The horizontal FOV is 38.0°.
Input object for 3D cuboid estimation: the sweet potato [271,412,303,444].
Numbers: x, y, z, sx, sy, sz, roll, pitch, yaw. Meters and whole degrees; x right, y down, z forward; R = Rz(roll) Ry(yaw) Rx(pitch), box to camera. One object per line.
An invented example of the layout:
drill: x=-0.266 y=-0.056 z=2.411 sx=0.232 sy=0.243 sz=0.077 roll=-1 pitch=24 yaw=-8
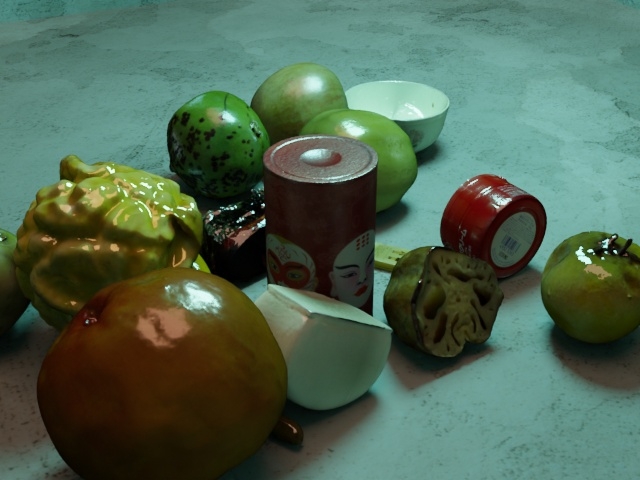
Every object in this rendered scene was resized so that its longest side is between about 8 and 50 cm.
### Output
sweet potato: x=-0.089 y=0.271 z=1.487 sx=0.053 sy=0.054 sz=0.182 roll=-26 pitch=40 yaw=-23

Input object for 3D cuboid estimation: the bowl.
bowl: x=0.187 y=-0.299 z=2.379 sx=0.277 sy=0.145 sz=0.277 roll=1 pitch=32 yaw=0

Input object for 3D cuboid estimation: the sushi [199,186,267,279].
sushi: x=-0.147 y=-0.007 z=1.888 sx=0.225 sy=0.136 sz=0.126 roll=-32 pitch=40 yaw=-32

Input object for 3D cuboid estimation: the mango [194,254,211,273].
mango: x=-0.292 y=0.051 z=1.818 sx=0.195 sy=0.098 sz=0.137 roll=22 pitch=40 yaw=27

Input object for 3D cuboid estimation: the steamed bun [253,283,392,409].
steamed bun: x=-0.013 y=0.178 z=1.513 sx=0.242 sy=0.164 sz=0.146 roll=16 pitch=11 yaw=-46

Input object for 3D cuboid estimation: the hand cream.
hand cream: x=0.348 y=-0.027 z=1.865 sx=0.193 sy=0.193 sz=0.125 roll=-18 pitch=33 yaw=-28

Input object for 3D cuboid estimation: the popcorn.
popcorn: x=-0.364 y=0.007 z=1.637 sx=0.349 sy=0.349 sz=0.381 roll=-4 pitch=42 yaw=-6

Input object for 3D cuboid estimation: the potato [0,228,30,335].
potato: x=-0.628 y=0.074 z=1.696 sx=0.218 sy=0.202 sz=0.351 roll=-10 pitch=16 yaw=4

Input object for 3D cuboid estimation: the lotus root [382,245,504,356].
lotus root: x=0.196 y=0.115 z=1.682 sx=0.188 sy=0.199 sz=0.180 roll=26 pitch=-18 yaw=-29

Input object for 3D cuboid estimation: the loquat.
loquat: x=0.493 y=0.080 z=1.668 sx=0.213 sy=0.213 sz=0.213 roll=0 pitch=30 yaw=0

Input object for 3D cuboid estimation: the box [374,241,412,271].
box: x=0.167 y=0.042 z=1.913 sx=0.149 sy=0.020 sz=0.073 roll=14 pitch=32 yaw=22

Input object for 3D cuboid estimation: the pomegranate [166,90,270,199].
pomegranate: x=-0.248 y=-0.218 z=2.159 sx=0.270 sy=0.254 sz=0.254 roll=-15 pitch=18 yaw=37

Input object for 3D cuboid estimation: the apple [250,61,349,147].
apple: x=-0.052 y=-0.304 z=2.287 sx=0.234 sy=0.257 sz=0.257 roll=-21 pitch=34 yaw=-8

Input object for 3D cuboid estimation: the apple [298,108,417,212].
apple: x=0.073 y=-0.175 z=2.091 sx=0.279 sy=0.279 sz=0.279 roll=0 pitch=30 yaw=0

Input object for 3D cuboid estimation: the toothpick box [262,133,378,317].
toothpick box: x=0.000 y=0.000 z=1.674 sx=0.204 sy=0.333 sz=0.204 roll=0 pitch=31 yaw=0

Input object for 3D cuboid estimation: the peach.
peach: x=-0.224 y=0.193 z=1.316 sx=0.343 sy=0.301 sz=0.343 roll=-39 pitch=18 yaw=15
